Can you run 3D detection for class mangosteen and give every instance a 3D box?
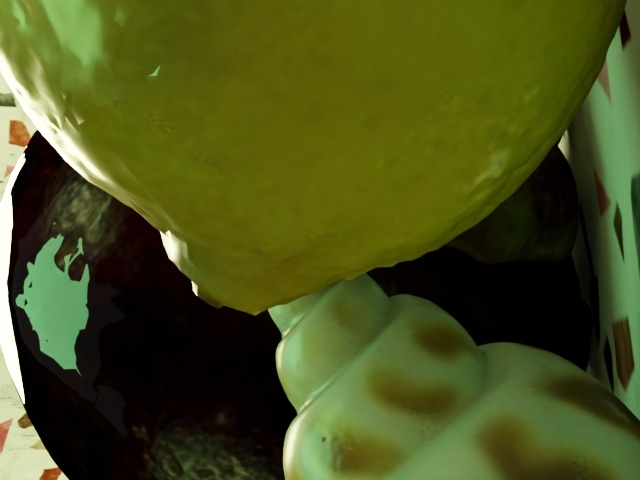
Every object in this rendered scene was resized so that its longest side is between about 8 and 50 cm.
[{"bbox_3d":[0.000,0.000,0.832,0.347,0.306,0.307,-62,10,20],"label":"mangosteen"}]

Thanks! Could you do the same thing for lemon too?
[{"bbox_3d":[-0.007,-0.125,0.550,0.236,0.236,0.263,-90,-13,-68],"label":"lemon"}]

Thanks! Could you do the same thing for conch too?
[{"bbox_3d":[0.058,0.128,0.617,0.183,0.148,0.275,-116,18,-85],"label":"conch"}]
